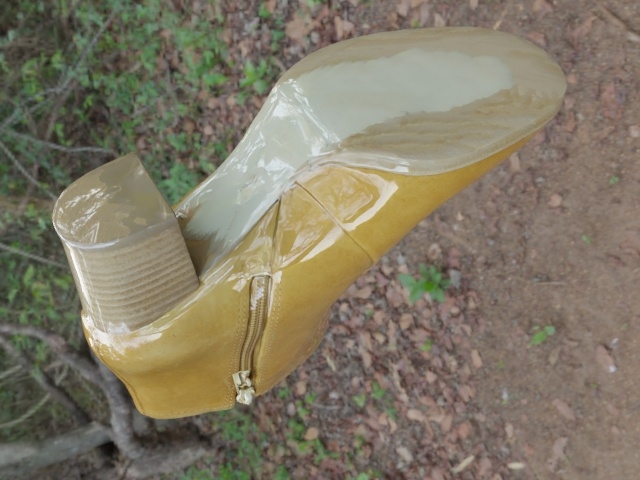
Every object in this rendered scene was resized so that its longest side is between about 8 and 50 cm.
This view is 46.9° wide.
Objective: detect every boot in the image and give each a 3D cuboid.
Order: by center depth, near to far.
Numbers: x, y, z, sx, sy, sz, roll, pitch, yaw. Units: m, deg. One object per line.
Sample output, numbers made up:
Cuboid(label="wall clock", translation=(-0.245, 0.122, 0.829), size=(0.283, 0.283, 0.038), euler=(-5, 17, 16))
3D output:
Cuboid(label="boot", translation=(0.000, 0.001, 0.456), size=(0.211, 0.295, 0.104), euler=(85, 160, -55))
